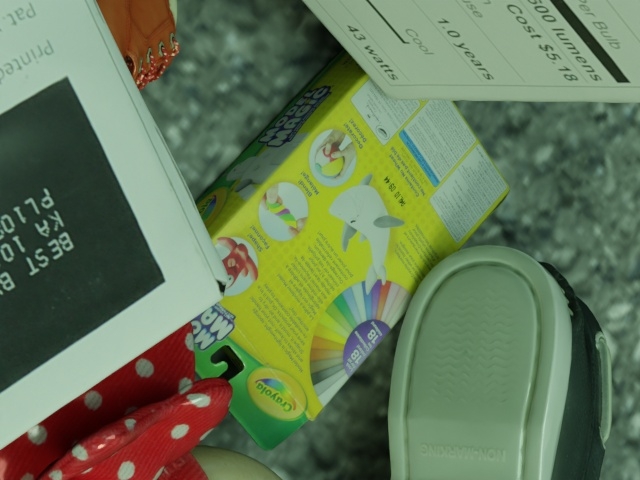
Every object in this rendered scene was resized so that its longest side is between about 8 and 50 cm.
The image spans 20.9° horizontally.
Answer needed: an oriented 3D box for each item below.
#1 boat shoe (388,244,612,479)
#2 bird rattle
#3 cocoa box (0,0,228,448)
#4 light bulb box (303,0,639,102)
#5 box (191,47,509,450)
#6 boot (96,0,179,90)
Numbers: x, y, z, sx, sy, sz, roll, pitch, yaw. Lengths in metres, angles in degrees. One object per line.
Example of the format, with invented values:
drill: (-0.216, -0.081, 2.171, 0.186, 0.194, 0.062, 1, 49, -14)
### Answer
boat shoe: (0.072, 0.157, 0.794, 0.091, 0.114, 0.302, 27, 78, -53)
bird rattle: (-0.081, 0.156, 0.739, 0.207, 0.143, 0.253, 18, 78, -52)
cocoa box: (-0.255, -0.002, 0.514, 0.347, 0.228, 0.231, -34, 114, -26)
light bulb box: (0.094, -0.236, 0.593, 0.358, 0.361, 0.225, 45, 67, -33)
box: (0.000, 0.000, 0.800, 0.179, 0.043, 0.105, -48, 119, -23)
boot: (-0.085, -0.073, 0.690, 0.084, 0.059, 0.158, 29, 41, -43)
